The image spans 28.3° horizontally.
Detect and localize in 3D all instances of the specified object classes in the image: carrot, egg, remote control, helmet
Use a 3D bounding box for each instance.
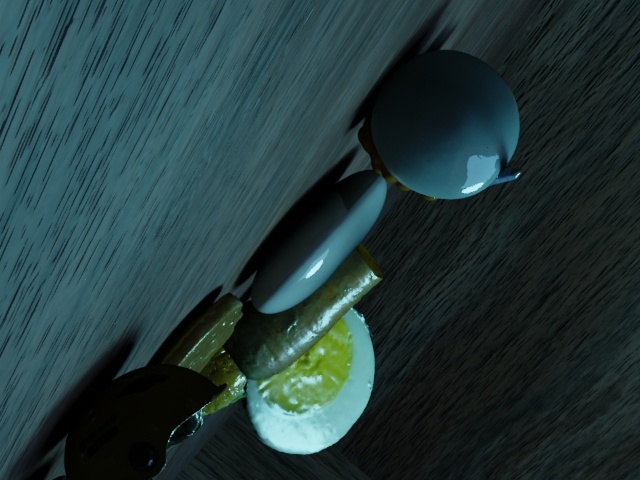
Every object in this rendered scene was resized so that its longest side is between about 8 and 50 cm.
[{"bbox_3d":[-0.032,0.122,2.205,0.302,0.139,0.139,-35,177,5],"label":"carrot"},{"bbox_3d":[-0.060,0.266,2.637,0.337,0.337,0.201,-49,-155,-18],"label":"egg"},{"bbox_3d":[0.000,0.000,2.038,0.221,0.103,0.332,-44,-179,42],"label":"remote control"},{"bbox_3d":[-0.226,0.229,1.530,0.224,0.130,0.198,-54,180,11],"label":"helmet"}]

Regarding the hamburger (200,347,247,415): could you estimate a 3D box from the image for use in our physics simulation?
[{"bbox_3d":[-0.190,0.263,2.330,0.176,0.102,0.087,-51,163,8],"label":"hamburger"}]

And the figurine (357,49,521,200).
[{"bbox_3d":[0.170,-0.213,1.910,0.382,0.224,0.205,-95,-165,-62],"label":"figurine"}]

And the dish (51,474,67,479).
[{"bbox_3d":[-0.355,0.370,1.619,0.246,0.078,0.224,-41,-175,-21],"label":"dish"}]

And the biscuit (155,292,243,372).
[{"bbox_3d":[-0.186,0.158,1.885,0.202,0.044,0.288,-50,177,1],"label":"biscuit"}]
